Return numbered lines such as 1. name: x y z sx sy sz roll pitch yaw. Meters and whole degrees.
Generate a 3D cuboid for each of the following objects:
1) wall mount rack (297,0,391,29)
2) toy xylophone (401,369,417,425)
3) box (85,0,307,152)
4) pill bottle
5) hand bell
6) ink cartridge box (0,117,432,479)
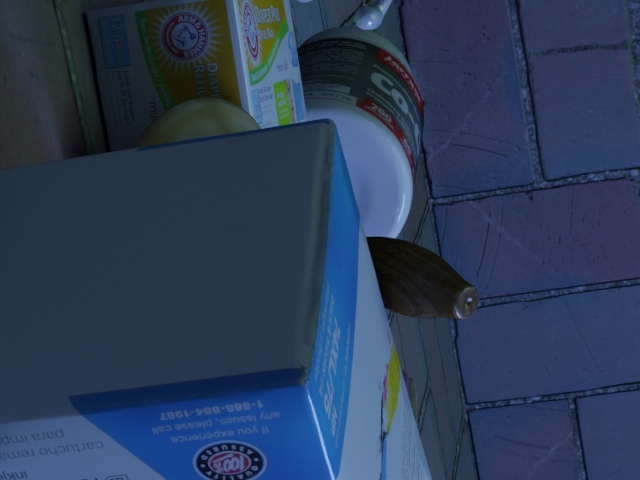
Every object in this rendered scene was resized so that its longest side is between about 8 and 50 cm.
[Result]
1. wall mount rack: -0.051 -0.238 1.020 0.130 0.350 0.304 -64 172 4
2. toy xylophone: -0.009 0.228 1.079 0.236 0.081 0.323 -78 -178 -68
3. box: -0.082 -0.120 1.121 0.203 0.103 0.114 -46 128 -77
4. pill bottle: 0.014 -0.097 1.459 0.283 0.161 0.161 -74 154 -65
5. hand bell: 0.000 0.000 0.912 0.126 0.242 0.126 -16 115 -39
6. ink cartridge box: -0.062 0.114 0.798 0.197 0.198 0.270 -85 162 -51
